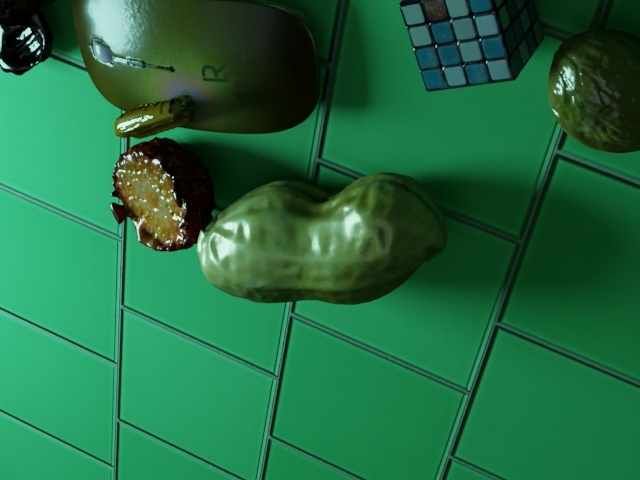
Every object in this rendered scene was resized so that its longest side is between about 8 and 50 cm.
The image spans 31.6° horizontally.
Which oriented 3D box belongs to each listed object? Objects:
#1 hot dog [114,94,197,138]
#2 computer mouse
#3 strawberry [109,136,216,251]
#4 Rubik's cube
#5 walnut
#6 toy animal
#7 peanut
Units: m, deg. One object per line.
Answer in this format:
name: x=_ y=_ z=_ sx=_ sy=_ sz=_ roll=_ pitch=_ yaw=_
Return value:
hot dog: x=-0.181 y=-0.136 z=1.231 sx=0.122 sy=0.049 sz=0.037 roll=-13 pitch=86 yaw=40
computer mouse: x=-0.146 y=-0.202 z=1.234 sx=0.310 sy=0.072 sz=0.158 roll=12 pitch=127 yaw=23
strawberry: x=-0.181 y=-0.055 z=1.345 sx=0.145 sy=0.086 sz=0.145 roll=15 pitch=114 yaw=39
Rubik's cube: x=0.141 y=-0.202 z=1.047 sx=0.092 sy=0.092 sz=0.092 roll=-3 pitch=122 yaw=32
walnut: x=0.262 y=-0.134 z=1.022 sx=0.124 sy=0.105 sz=0.105 roll=49 pitch=134 yaw=1
toy animal: x=-0.369 y=-0.291 z=1.293 sx=0.179 sy=0.116 sz=0.218 roll=-24 pitch=135 yaw=7
peanut: x=0.000 y=0.000 z=1.260 sx=0.305 sy=0.147 sz=0.147 roll=-1 pitch=123 yaw=29
